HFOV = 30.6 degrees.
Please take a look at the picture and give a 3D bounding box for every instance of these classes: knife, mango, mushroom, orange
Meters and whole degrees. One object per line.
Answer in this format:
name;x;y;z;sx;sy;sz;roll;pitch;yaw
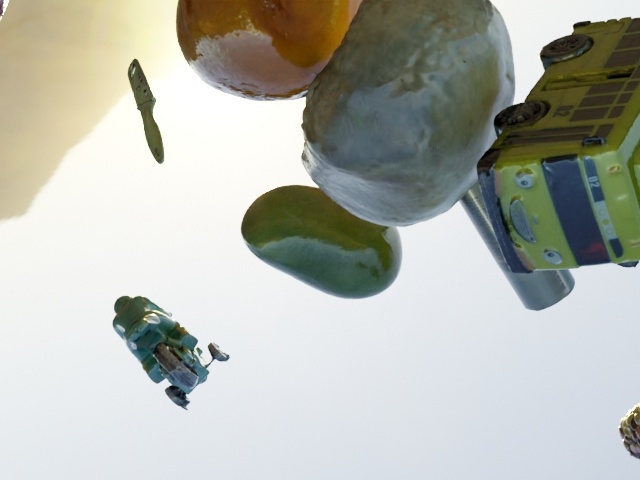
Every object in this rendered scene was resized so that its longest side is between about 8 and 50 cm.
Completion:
knife;-0.291;-0.222;1.971;0.043;0.020;0.293;-45;-139;19
mango;0.000;0.000;1.546;0.114;0.251;0.156;-44;-136;44
mushroom;0.078;-0.119;1.128;0.267;0.190;0.164;-55;175;29
orange;-0.038;-0.252;1.307;0.249;0.183;0.249;-33;177;-2

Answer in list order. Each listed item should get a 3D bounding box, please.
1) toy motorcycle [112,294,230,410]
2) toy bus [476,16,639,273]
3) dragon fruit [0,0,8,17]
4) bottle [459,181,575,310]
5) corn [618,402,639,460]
toy motorcycle;-0.244;0.157;1.822;0.109;0.198;0.296;-46;-176;-5
toy bus;0.252;-0.091;1.035;0.150;0.128;0.262;-1;-145;36
dragon fruit;-0.398;-0.340;1.349;0.126;0.161;0.274;-49;-172;-3
bottle;0.237;-0.039;1.542;0.082;0.286;0.082;-30;-163;10
corn;0.487;0.210;1.499;0.092;0.092;0.280;-41;173;-40
